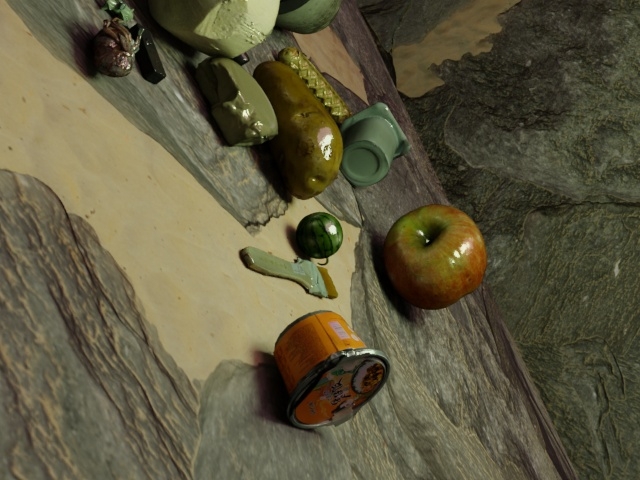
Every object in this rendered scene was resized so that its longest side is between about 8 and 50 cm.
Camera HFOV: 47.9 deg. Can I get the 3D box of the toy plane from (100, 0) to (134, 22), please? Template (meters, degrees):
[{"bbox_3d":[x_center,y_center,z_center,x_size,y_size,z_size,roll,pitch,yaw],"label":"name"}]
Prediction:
[{"bbox_3d":[-0.355,-0.410,1.271,0.080,0.033,0.083,50,16,15],"label":"toy plane"}]

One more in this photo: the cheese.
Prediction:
[{"bbox_3d":[-0.172,-0.282,1.463,0.203,0.091,0.175,57,20,-4],"label":"cheese"}]

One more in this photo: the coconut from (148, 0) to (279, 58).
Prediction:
[{"bbox_3d":[-0.211,-0.492,1.423,0.247,0.245,0.245,16,47,-65],"label":"coconut"}]

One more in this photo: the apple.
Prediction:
[{"bbox_3d":[0.309,0.056,1.922,0.309,0.277,0.250,-73,149,-45],"label":"apple"}]

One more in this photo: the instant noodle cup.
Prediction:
[{"bbox_3d":[0.003,0.192,1.134,0.177,0.208,0.125,-13,48,-27],"label":"instant noodle cup"}]

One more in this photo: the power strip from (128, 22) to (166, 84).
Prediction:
[{"bbox_3d":[-0.309,-0.333,1.282,0.038,0.029,0.111,14,49,-64],"label":"power strip"}]

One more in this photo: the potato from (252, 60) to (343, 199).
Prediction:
[{"bbox_3d":[-0.058,-0.261,1.611,0.195,0.176,0.369,19,39,-55],"label":"potato"}]

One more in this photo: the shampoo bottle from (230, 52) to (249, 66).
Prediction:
[{"bbox_3d":[-0.242,-0.505,1.623,0.257,0.078,0.127,60,18,-5],"label":"shampoo bottle"}]

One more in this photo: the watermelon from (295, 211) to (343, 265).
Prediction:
[{"bbox_3d":[0.001,-0.006,1.487,0.109,0.109,0.109,50,22,-28],"label":"watermelon"}]

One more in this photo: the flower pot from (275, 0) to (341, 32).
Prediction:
[{"bbox_3d":[-0.075,-0.763,2.114,0.294,0.293,0.330,63,14,7],"label":"flower pot"}]

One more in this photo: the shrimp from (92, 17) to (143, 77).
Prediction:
[{"bbox_3d":[-0.327,-0.315,1.159,0.073,0.075,0.190,14,28,-21],"label":"shrimp"}]

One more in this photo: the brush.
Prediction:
[{"bbox_3d":[-0.052,0.059,1.379,0.336,0.020,0.085,22,43,-61],"label":"brush"}]

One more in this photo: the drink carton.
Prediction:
[{"bbox_3d":[0.140,-0.258,2.105,0.185,0.191,0.190,54,30,-25],"label":"drink carton"}]

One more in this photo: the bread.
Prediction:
[{"bbox_3d":[-0.003,-0.440,2.144,0.367,0.084,0.077,41,69,-41],"label":"bread"}]
